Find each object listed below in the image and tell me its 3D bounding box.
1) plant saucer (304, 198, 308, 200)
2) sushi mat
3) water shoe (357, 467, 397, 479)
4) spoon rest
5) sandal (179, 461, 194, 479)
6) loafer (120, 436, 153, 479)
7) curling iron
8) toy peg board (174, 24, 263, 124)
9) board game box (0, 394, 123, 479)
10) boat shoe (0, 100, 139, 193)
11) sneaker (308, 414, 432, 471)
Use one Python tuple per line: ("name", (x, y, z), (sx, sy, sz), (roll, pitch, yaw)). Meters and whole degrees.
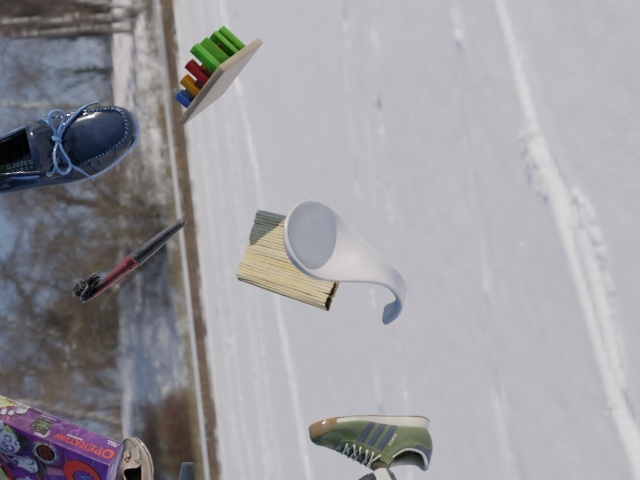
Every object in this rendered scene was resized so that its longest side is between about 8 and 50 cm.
("plant saucer", (0.000, 0.000, 2.136), (0.067, 0.018, 0.192), (32, 152, 29))
("sushi mat", (-0.055, 0.031, 2.088), (0.316, 0.019, 0.151), (14, 86, 54))
("water shoe", (0.080, 0.390, 1.463), (0.073, 0.080, 0.203), (-121, 14, -65))
("spoon rest", (0.047, 0.037, 1.798), (0.084, 0.276, 0.137), (-23, 40, 42))
("sandal", (-0.189, 0.488, 1.812), (0.097, 0.054, 0.254), (114, 144, -54))
("loafer", (-0.269, 0.343, 1.613), (0.039, 0.045, 0.125), (25, -144, -54))
("curling iron", (-0.384, 0.043, 2.220), (0.035, 0.274, 0.068), (57, -179, 13))
("toy peg board", (-0.213, -0.326, 2.106), (0.160, 0.079, 0.161), (-45, 2, 38))
("board game box", (-0.376, 0.360, 1.425), (0.056, 0.208, 0.347), (-66, -7, -57))
("boat shoe", (-0.373, -0.116, 1.505), (0.109, 0.258, 0.089), (70, -167, 13))
("sneaker", (0.081, 0.314, 1.661), (0.064, 0.192, 0.086), (112, 155, -54))
